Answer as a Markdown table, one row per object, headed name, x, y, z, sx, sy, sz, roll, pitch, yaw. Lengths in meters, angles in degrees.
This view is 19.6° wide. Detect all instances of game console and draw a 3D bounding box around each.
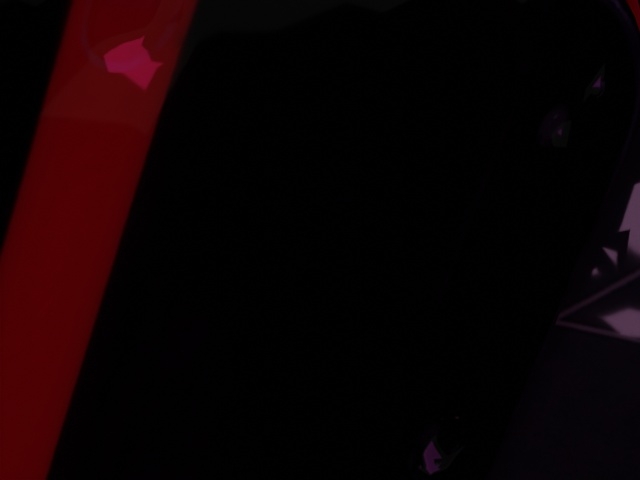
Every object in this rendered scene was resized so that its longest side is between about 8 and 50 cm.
| name | x | y | z | sx | sy | sz | roll | pitch | yaw |
| --- | --- | --- | --- | --- | --- | --- | --- | --- | --- |
| game console | -0.095 | 0.085 | 0.430 | 0.342 | 0.060 | 0.386 | -3 | 121 | -42 |

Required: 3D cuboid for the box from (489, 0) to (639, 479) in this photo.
| name | x | y | z | sx | sy | sz | roll | pitch | yaw |
| --- | --- | --- | --- | --- | --- | --- | --- | --- | --- |
| box | 0.000 | 0.000 | 0.713 | 0.297 | 0.471 | 0.480 | -43 | 144 | -71 |
